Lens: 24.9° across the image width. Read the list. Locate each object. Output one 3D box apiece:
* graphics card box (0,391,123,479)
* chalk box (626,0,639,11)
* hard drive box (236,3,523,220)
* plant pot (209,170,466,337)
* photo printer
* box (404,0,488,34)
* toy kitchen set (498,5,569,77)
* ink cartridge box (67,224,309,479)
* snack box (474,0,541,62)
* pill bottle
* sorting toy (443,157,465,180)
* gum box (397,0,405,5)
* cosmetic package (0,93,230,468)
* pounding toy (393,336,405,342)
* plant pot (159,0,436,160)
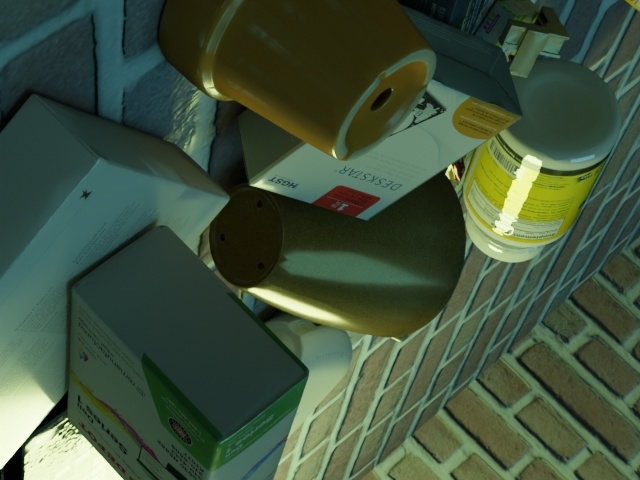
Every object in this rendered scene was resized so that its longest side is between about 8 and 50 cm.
[{"bbox_3d":[-0.284,0.219,1.693,0.233,0.094,0.371,-36,161,-28],"label":"graphics card box"},{"bbox_3d":[0.451,-0.373,1.868,0.132,0.213,0.132,-43,162,-9],"label":"chalk box"},{"bbox_3d":[0.059,-0.128,1.493,0.181,0.089,0.232,15,143,-41],"label":"hard drive box"},{"bbox_3d":[0.000,0.000,1.693,0.254,0.237,0.237,1,132,-48],"label":"plant pot"},{"bbox_3d":[-0.085,0.232,2.152,0.307,0.107,0.256,-48,162,8],"label":"photo printer"},{"bbox_3d":[0.144,-0.276,1.544,0.183,0.059,0.232,-57,169,-33],"label":"box"},{"bbox_3d":[0.260,-0.259,1.865,0.083,0.075,0.068,9,127,-20],"label":"toy kitchen set"},{"bbox_3d":[-0.136,0.149,1.384,0.117,0.201,0.278,-37,161,-28],"label":"ink cartridge box"},{"bbox_3d":[0.228,-0.252,1.916,0.100,0.037,0.141,-16,144,-56],"label":"snack box"},{"bbox_3d":[0.323,-0.109,2.203,0.188,0.188,0.334,-38,161,-25],"label":"pill bottle"},{"bbox_3d":[0.150,-0.091,1.934,0.132,0.046,0.274,69,40,-54],"label":"sorting toy"},{"bbox_3d":[0.032,-0.222,1.525,0.157,0.041,0.184,-39,161,-22],"label":"gum box"},{"bbox_3d":[-0.282,0.057,1.332,0.377,0.097,0.284,-49,165,8],"label":"cosmetic package"},{"bbox_3d":[0.038,0.048,1.988,0.237,0.183,0.110,51,57,-73],"label":"pounding toy"},{"bbox_3d":[-0.006,-0.177,1.294,0.205,0.188,0.205,-41,162,-16],"label":"plant pot"}]
